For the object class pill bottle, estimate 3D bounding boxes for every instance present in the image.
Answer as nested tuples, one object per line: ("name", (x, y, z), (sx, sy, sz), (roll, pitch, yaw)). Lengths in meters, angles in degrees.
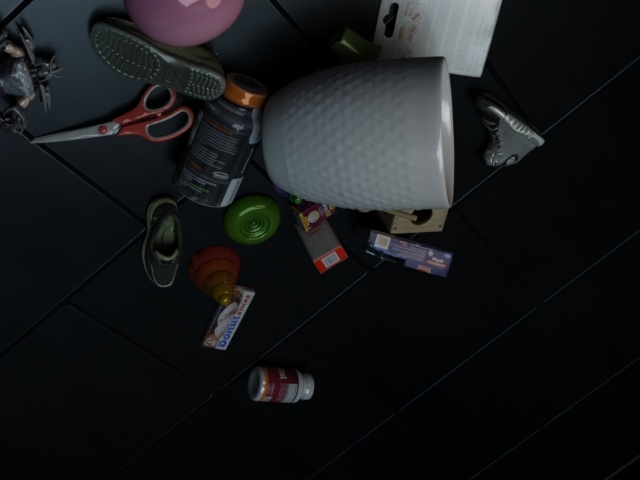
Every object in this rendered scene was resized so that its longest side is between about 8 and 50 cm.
("pill bottle", (-0.097, 0.359, 2.190), (0.152, 0.086, 0.086), (9, 123, -29))
("pill bottle", (-0.183, -0.195, 1.683), (0.130, 0.130, 0.245), (11, 122, -29))

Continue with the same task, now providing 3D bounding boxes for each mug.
("mug", (0.081, -0.194, 1.669), (0.328, 0.374, 0.276), (-1, 94, 13))

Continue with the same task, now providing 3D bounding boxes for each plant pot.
("plant pot", (0.059, -0.367, 1.689), (0.079, 0.083, 0.083), (37, 107, -27))

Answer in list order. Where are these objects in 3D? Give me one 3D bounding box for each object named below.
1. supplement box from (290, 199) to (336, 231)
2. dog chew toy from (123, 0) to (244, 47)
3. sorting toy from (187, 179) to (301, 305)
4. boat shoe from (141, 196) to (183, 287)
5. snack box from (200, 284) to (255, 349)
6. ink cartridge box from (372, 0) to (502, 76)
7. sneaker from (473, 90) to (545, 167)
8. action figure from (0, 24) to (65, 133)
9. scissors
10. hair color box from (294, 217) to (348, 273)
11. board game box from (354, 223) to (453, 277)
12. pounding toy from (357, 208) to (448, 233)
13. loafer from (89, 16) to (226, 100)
("supplement box", (-0.016, -0.067, 1.901), (0.083, 0.043, 0.055), (-35, 132, -13))
("dog chew toy", (-0.253, -0.478, 1.396), (0.207, 0.206, 0.331), (-27, 123, -1))
("sorting toy", (-0.146, 0.005, 1.863), (0.127, 0.126, 0.365), (24, 115, -35))
("boat shoe", (-0.327, 0.017, 1.831), (0.080, 0.073, 0.223), (-4, 128, -19))
("snack box", (-0.216, 0.178, 2.039), (0.064, 0.022, 0.178), (12, 121, -31))
("ink cartridge box", (0.227, -0.430, 1.733), (0.232, 0.066, 0.189), (9, 125, -3))
("sneaker", (0.383, -0.225, 1.925), (0.229, 0.086, 0.132), (26, 116, -37))
("action figure", (-0.574, -0.260, 1.497), (0.285, 0.099, 0.185), (-17, 122, -14))
("scissors", (-0.384, -0.201, 1.643), (0.297, 0.021, 0.109), (-25, 106, -2))
("hair color box", (0.000, 0.000, 1.906), (0.072, 0.141, 0.043), (-30, 132, 3))
("board game box", (0.172, 0.019, 1.979), (0.194, 0.194, 0.060), (16, 92, -12))
("pounding toy", (0.165, -0.064, 1.896), (0.206, 0.181, 0.094), (-3, 128, -20))
("loafer", (-0.287, -0.331, 1.574), (0.251, 0.087, 0.094), (22, 136, -20))
